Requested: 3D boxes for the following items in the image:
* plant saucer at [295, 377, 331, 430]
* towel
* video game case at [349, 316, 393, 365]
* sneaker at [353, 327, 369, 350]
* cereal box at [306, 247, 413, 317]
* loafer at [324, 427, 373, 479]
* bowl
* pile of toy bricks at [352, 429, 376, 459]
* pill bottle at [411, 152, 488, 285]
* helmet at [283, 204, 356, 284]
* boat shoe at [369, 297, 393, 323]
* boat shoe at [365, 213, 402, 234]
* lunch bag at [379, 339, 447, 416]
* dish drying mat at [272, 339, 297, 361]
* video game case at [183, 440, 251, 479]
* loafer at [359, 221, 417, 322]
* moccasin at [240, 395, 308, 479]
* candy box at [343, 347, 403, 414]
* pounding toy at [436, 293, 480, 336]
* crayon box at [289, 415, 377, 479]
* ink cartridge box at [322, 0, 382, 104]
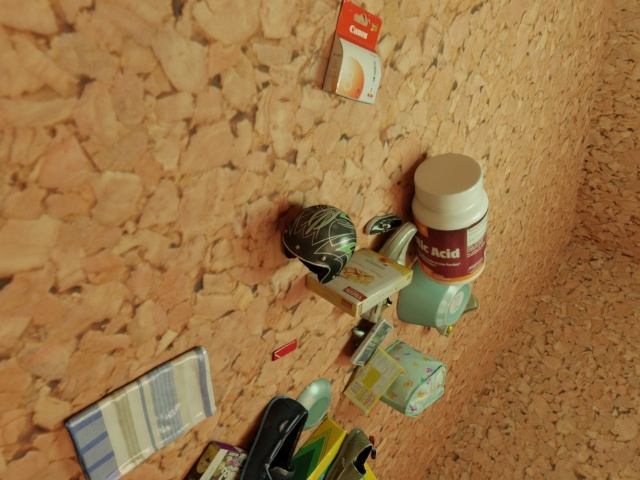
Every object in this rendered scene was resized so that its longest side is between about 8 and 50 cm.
[{"bbox_3d":[-0.021,0.527,1.386,0.195,0.037,0.195,-29,131,-38],"label":"plant saucer"},{"bbox_3d":[-0.342,0.356,0.897,0.285,0.034,0.209,-25,129,-39],"label":"towel"},{"bbox_3d":[0.174,0.341,1.474,0.173,0.022,0.190,-54,155,-4],"label":"video game case"},{"bbox_3d":[0.122,0.323,1.431,0.098,0.038,0.069,33,85,-53],"label":"sneaker"},{"bbox_3d":[0.104,0.101,1.161,0.240,0.173,0.047,-23,128,-42],"label":"cereal box"},{"bbox_3d":[0.091,0.737,1.418,0.094,0.087,0.251,32,78,-41],"label":"loafer"},{"bbox_3d":[0.438,0.199,1.634,0.311,0.163,0.312,-27,130,-37],"label":"bowl"},{"bbox_3d":[0.152,0.841,1.753,0.105,0.118,0.212,-82,-178,-84],"label":"pile of toy bricks"},{"bbox_3d":[0.403,-0.058,1.380,0.224,0.224,0.392,-44,139,-23],"label":"pill bottle"},{"bbox_3d":[0.000,0.000,0.983,0.169,0.169,0.162,-40,154,-27],"label":"helmet"},{"bbox_3d":[0.195,0.194,1.411,0.068,0.072,0.190,-23,128,-41],"label":"boat shoe"},{"bbox_3d":[0.185,-0.045,1.277,0.142,0.040,0.049,-23,129,-41],"label":"boat shoe"},{"bbox_3d":[0.292,0.510,1.596,0.262,0.223,0.160,-22,121,-40],"label":"lunch bag"},{"bbox_3d":[-0.094,0.293,1.177,0.083,0.008,0.032,-19,124,-43],"label":"dish drying mat"},{"bbox_3d":[-0.268,0.636,1.149,0.210,0.041,0.232,-54,143,-13],"label":"video game case"},{"bbox_3d":[0.204,0.093,1.312,0.319,0.111,0.112,-57,165,-4],"label":"loafer"},{"bbox_3d":[-0.126,0.596,1.173,0.137,0.116,0.342,28,74,-58],"label":"moccasin"},{"bbox_3d":[0.180,0.478,1.508,0.206,0.105,0.027,-53,162,6],"label":"candy box"},{"bbox_3d":[0.583,0.282,1.865,0.155,0.154,0.270,29,89,-53],"label":"pounding toy"},{"bbox_3d":[0.018,0.842,1.512,0.313,0.106,0.363,-43,126,-26],"label":"crayon box"},{"bbox_3d":[0.085,-0.392,0.941,0.145,0.045,0.179,-6,119,-49],"label":"ink cartridge box"}]
